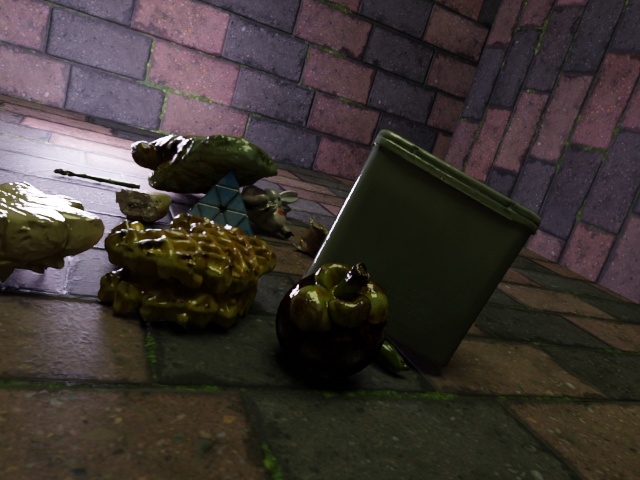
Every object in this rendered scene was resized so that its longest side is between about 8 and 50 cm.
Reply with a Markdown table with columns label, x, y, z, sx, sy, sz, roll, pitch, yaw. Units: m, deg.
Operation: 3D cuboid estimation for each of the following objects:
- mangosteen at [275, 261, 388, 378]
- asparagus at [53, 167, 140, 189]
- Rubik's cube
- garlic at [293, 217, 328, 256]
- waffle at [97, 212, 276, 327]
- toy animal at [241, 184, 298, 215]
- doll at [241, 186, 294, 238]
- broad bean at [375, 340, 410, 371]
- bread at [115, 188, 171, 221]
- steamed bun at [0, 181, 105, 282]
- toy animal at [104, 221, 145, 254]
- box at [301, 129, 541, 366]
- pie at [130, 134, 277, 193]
| label | x | y | z | sx | sy | sz | roll | pitch | yaw |
| --- | --- | --- | --- | --- | --- | --- | --- | --- | --- |
| mangosteen | 0.025 | 0.117 | 0.849 | 0.192 | 0.217 | 0.192 | 10 | 36 | -7 |
| asparagus | -0.680 | -0.188 | 1.568 | 0.248 | 0.025 | 0.025 | 11 | 58 | -26 |
| Rubik's cube | -0.250 | -0.086 | 1.485 | 0.178 | 0.191 | 0.211 | 38 | 23 | 9 |
| garlic | 0.001 | 0.011 | 1.509 | 0.124 | 0.099 | 0.174 | 31 | 7 | -38 |
| waffle | -0.238 | 0.047 | 0.962 | 0.260 | 0.151 | 0.324 | 17 | 15 | 13 |
| toy animal | -0.160 | -0.131 | 1.803 | 0.220 | 0.104 | 0.130 | 7 | 16 | -35 |
| doll | -0.173 | -0.083 | 1.575 | 0.149 | 0.095 | 0.192 | 28 | -8 | 45 |
| broad bean | 0.075 | 0.180 | 1.007 | 0.052 | 0.052 | 0.256 | 9 | 16 | -41 |
| bread | -0.466 | -0.094 | 1.357 | 0.125 | 0.082 | 0.106 | 10 | 2 | 13 |
| steamed bun | -0.530 | -0.014 | 0.870 | 0.291 | 0.137 | 0.295 | 8 | 11 | -30 |
| toy animal | -0.402 | 0.005 | 1.052 | 0.081 | 0.092 | 0.114 | -4 | 23 | -21 |
| box | 0.186 | 0.015 | 1.029 | 0.351 | 0.344 | 0.177 | 30 | 4 | -1 |
| pie | -0.334 | -0.241 | 1.642 | 0.417 | 0.181 | 0.395 | 0 | 1 | 22 |
